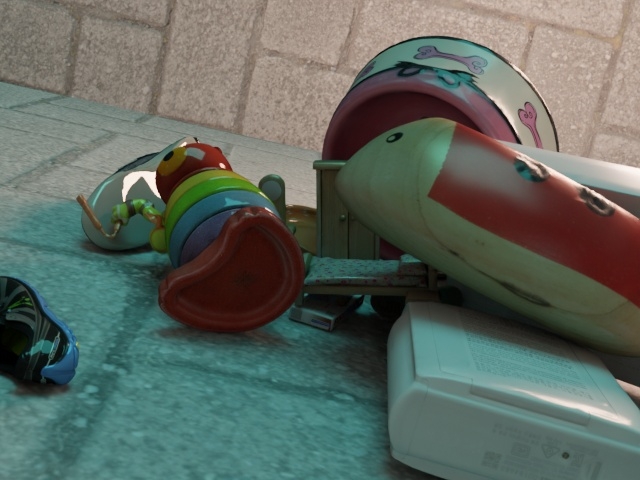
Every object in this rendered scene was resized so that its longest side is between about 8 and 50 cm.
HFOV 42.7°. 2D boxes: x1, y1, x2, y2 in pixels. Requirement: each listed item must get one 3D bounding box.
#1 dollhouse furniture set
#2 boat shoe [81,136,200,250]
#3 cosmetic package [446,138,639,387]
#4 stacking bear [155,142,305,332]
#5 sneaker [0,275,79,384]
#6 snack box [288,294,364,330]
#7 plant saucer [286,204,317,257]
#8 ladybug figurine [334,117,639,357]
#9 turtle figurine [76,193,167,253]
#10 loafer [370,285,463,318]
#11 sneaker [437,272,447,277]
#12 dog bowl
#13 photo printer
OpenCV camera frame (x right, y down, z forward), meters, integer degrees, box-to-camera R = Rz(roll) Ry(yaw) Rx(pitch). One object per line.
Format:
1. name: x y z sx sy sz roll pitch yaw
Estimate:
1. dollhouse furniture set: 0.017 -0.014 1.186 0.303 0.174 0.355 0 11 5
2. boat shoe: -0.320 -0.061 1.382 0.158 0.127 0.340 -22 13 31
3. cosmetic package: 0.360 0.029 1.162 0.377 0.285 0.097 19 37 36
4. stacking bear: -0.141 -0.029 1.083 0.164 0.175 0.289 39 12 -42
5. sneaker: -0.309 0.083 0.803 0.188 0.067 0.078 28 13 40
6. snack box: 0.013 0.093 1.197 0.064 0.022 0.178 16 13 15
7. plant saucer: 0.000 0.000 1.475 0.199 0.037 0.200 20 23 -9
8. ladybug figurine: 0.238 -0.011 0.990 0.449 0.162 0.305 28 6 -3
9. turtle figurine: -0.212 -0.026 1.234 0.269 0.087 0.217 28 19 9
10. loafer: 0.144 0.099 1.250 0.147 0.056 0.050 2 -22 -14
11. sneaker: 0.179 -0.034 1.604 0.281 0.163 0.106 20 14 30
12. dog bowl: 0.182 -0.126 1.385 0.407 0.408 0.150 18 34 23
13. photo printer: 0.195 0.161 0.878 0.255 0.107 0.307 15 12 1
